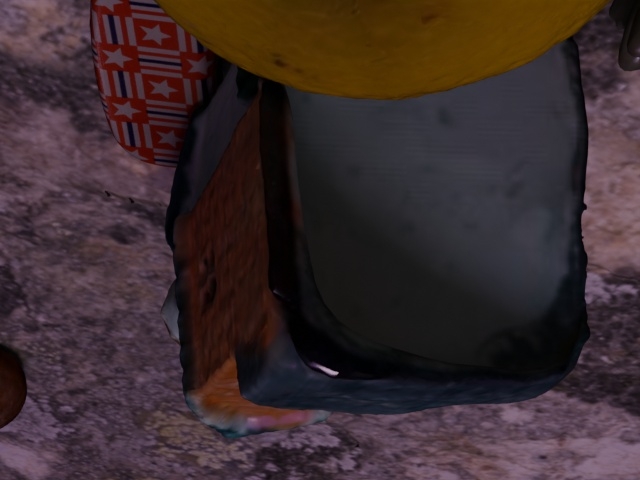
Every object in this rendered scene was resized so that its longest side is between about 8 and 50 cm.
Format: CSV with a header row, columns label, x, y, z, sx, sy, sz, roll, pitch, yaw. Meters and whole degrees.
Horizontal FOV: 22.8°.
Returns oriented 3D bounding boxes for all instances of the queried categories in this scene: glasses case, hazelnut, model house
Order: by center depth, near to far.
label,x,y,z,sx,sy,sz,roll,pitch,yaw
model house,0.000,0.000,0.886,0.184,0.253,0.291,6,155,-25
glasses case,-0.093,-0.113,0.916,0.073,0.049,0.194,7,148,1
hazelnut,-0.284,0.129,1.316,0.086,0.086,0.086,7,148,4

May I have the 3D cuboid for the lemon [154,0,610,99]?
label,x,y,z,sx,sy,sz,roll,pitch,yaw
lemon,0.019,-0.186,0.587,0.260,0.260,0.284,-8,153,25

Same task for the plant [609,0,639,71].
label,x,y,z,sx,sy,sz,roll,pitch,yaw
plant,0.200,-0.145,0.684,0.132,0.129,0.194,40,115,-11
